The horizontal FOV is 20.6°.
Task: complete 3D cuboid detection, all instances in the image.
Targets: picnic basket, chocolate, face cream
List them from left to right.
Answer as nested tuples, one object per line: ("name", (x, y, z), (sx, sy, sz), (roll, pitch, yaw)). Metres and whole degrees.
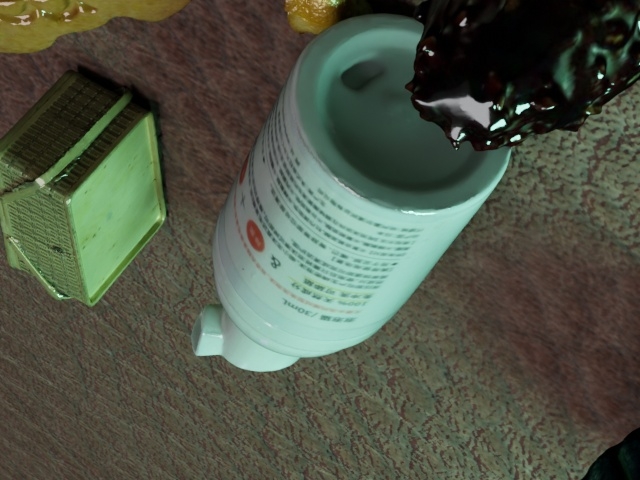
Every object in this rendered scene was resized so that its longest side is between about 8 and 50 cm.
("picnic basket", (-0.188, -0.040, 1.373), (0.079, 0.115, 0.164), (28, 147, 19))
("face cream", (0.000, 0.000, 1.216), (0.145, 0.145, 0.370), (36, 150, 2))
("chocolate", (0.101, -0.102, 0.992), (0.156, 0.133, 0.156), (27, 146, 20))

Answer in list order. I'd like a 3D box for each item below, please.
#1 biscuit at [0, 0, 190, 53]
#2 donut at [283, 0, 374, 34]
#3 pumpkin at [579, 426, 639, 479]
("biscuit", (-0.211, -0.220, 1.108), (0.306, 0.043, 0.284), (26, 144, -29))
("donut", (0.010, -0.162, 1.102), (0.038, 0.067, 0.083), (29, 116, 26))
("pumpkin", (0.263, 0.210, 1.186), (0.248, 0.248, 0.248), (26, 147, 18))
